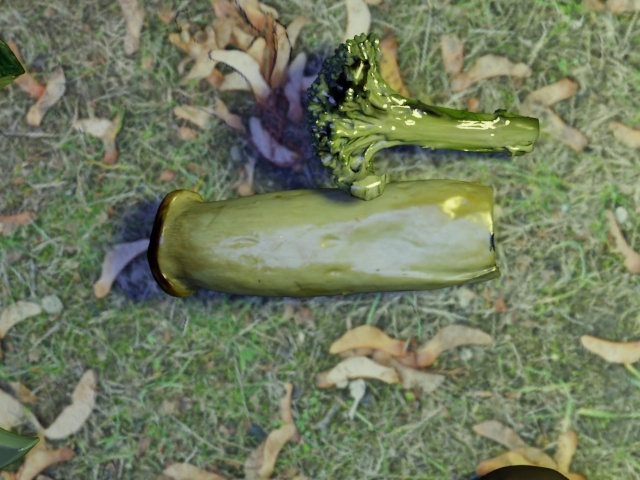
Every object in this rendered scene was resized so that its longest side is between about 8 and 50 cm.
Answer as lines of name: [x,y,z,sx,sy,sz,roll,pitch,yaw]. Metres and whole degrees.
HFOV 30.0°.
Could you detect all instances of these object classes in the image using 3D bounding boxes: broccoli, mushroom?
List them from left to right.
mushroom: [0.000,0.000,1.050,0.312,0.081,0.100,-2,100,9]
broccoli: [0.085,-0.101,1.019,0.204,0.122,0.118,10,129,-9]

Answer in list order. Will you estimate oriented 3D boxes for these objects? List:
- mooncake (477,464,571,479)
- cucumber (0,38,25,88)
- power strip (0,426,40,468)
mooncake: [0.197,0.313,1.020,0.245,0.133,0.245,1,97,10]
cucumber: [-0.357,-0.165,1.107,0.116,0.062,0.115,-39,85,11]
power strip: [-0.370,0.131,1.149,0.137,0.044,0.216,-27,91,13]
